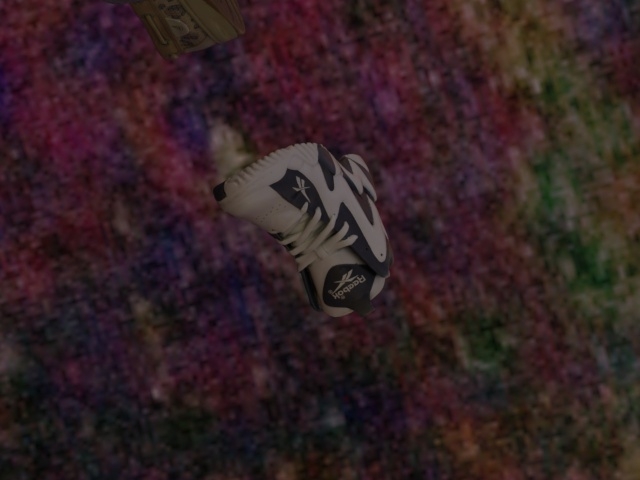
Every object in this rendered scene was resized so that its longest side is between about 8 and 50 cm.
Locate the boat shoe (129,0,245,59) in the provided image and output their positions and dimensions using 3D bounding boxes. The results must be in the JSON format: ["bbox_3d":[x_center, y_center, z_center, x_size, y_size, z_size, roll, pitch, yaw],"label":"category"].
[{"bbox_3d":[-0.166,-0.244,1.275,0.285,0.089,0.104,45,23,-50],"label":"boat shoe"}]

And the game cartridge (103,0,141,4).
[{"bbox_3d":[-0.049,-0.268,0.721,0.062,0.198,0.297,19,71,-63],"label":"game cartridge"}]

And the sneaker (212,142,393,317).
[{"bbox_3d":[0.000,0.000,1.370,0.153,0.094,0.235,66,18,11],"label":"sneaker"}]
